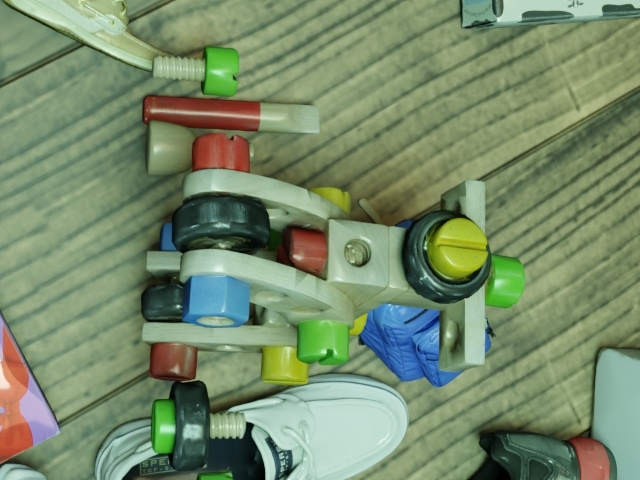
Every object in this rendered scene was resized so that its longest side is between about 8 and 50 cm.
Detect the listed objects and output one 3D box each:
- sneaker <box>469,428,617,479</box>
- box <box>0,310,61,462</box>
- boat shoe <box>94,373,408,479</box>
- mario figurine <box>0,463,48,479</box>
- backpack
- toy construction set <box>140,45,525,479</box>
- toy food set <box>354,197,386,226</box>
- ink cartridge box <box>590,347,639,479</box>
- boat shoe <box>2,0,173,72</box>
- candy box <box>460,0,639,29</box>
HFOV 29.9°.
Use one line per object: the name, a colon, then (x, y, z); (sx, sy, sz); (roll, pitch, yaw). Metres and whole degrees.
sneaker: (0.140, 0.279, 1.001); (0.135, 0.097, 0.276); (22, 92, -11)
box: (-0.340, 0.054, 0.845); (0.200, 0.057, 0.293); (-27, 102, -13)
boat shoe: (-0.043, 0.169, 0.936); (0.258, 0.084, 0.095); (-13, 99, -16)
mario figurine: (-0.251, 0.263, 0.802); (0.320, 0.198, 0.170); (-19, 92, 6)
backpack: (0.081, 0.047, 0.938); (0.098, 0.101, 0.120); (-41, 140, -15)
toy construction set: (0.000, 0.000, 0.838); (0.237, 0.309, 0.257); (1, 139, -14)
toy food set: (0.009, 0.024, 0.973); (0.122, 0.019, 0.078); (-40, 105, -11)
ink cartridge box: (0.462, 0.192, 0.994); (0.394, 0.285, 0.166); (2, 95, -17)
boat shoe: (-0.165, -0.165, 0.885); (0.135, 0.050, 0.045); (25, 92, -18)
candy box: (0.191, -0.295, 0.976); (0.159, 0.071, 0.234); (-6, 96, -17)
